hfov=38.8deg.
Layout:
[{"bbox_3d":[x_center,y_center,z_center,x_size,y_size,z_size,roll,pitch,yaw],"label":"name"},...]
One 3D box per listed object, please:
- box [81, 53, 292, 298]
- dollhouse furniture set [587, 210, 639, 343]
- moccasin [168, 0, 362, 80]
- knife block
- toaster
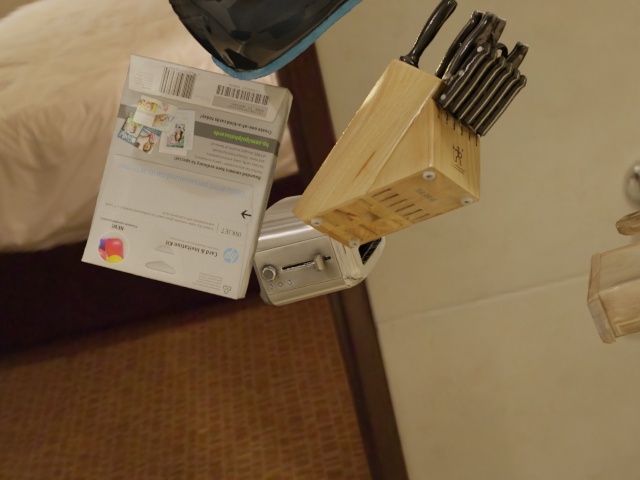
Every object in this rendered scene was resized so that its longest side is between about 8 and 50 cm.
[{"bbox_3d":[-0.115,-0.055,0.797,0.145,0.186,0.038,13,-1,7],"label":"box"},{"bbox_3d":[0.389,0.157,0.832,0.173,0.356,0.303,-19,12,24],"label":"dollhouse furniture set"},{"bbox_3d":[0.028,-0.260,0.658,0.342,0.117,0.138,-44,34,8],"label":"moccasin"},{"bbox_3d":[0.101,-0.143,1.030,0.275,0.088,0.242,-22,52,39],"label":"knife block"},{"bbox_3d":[0.000,0.000,1.297,0.146,0.129,0.227,-11,15,22],"label":"toaster"}]
